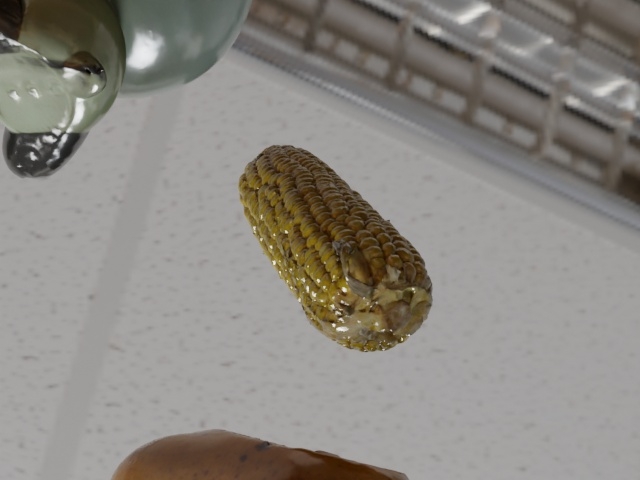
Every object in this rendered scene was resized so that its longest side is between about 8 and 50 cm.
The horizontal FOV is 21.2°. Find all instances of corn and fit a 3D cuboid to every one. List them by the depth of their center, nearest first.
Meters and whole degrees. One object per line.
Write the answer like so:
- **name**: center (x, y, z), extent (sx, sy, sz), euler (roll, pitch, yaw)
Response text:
- **corn**: center (0.000, 0.000, 1.380), extent (0.106, 0.293, 0.106), euler (-9, -65, -19)

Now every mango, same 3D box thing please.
- **mango**: center (-0.050, 0.237, 1.281), extent (0.160, 0.290, 0.191), euler (33, -105, -52)

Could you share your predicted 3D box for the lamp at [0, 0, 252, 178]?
- **lamp**: center (-0.144, -0.167, 1.106), extent (0.197, 0.198, 0.244), euler (49, -135, -21)
